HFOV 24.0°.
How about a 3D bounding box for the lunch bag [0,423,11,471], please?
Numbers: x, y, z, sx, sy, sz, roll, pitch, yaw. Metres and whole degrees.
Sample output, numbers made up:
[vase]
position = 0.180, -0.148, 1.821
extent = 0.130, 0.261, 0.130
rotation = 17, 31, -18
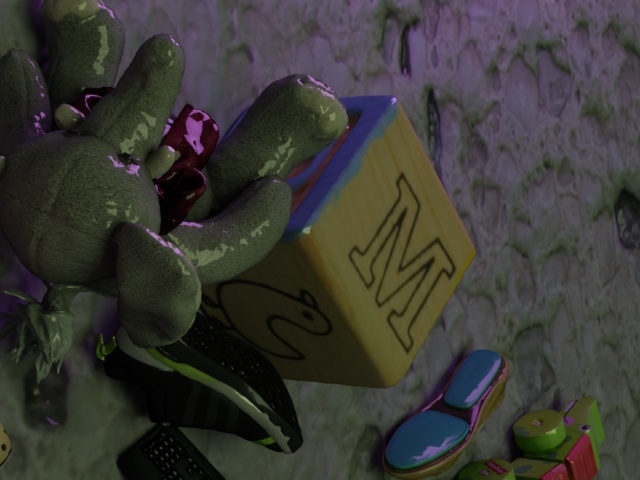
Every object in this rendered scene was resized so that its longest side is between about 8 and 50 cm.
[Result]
[lunch bag]
position = -0.326, 0.077, 0.900
extent = 0.293, 0.258, 0.120
rotation = 44, 53, -8

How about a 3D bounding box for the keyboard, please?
[keyboard]
position = -0.095, 0.249, 1.338
extent = 0.192, 0.038, 0.100
rotation = 46, 46, 3

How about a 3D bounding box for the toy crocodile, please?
[toy crocodile]
position = 0.259, 0.294, 1.796
extent = 0.340, 0.105, 0.115
rotation = -33, 116, -46

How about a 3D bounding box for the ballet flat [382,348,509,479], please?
[ballet flat]
position = 0.148, 0.212, 1.686
extent = 0.232, 0.080, 0.073
rotation = -41, 136, -41

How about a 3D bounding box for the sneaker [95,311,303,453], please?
[sneaker]
position = -0.111, 0.132, 1.365
extent = 0.235, 0.097, 0.084
rotation = 43, 20, -36

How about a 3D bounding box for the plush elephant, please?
[plush elephant]
position = -0.158, -0.051, 1.139
extent = 0.330, 0.272, 0.255
rotation = -61, 180, -9

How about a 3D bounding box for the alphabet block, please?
[alphabet block]
position = 0.000, 0.000, 1.409
extent = 0.193, 0.192, 0.197
rotation = -54, 128, -32
